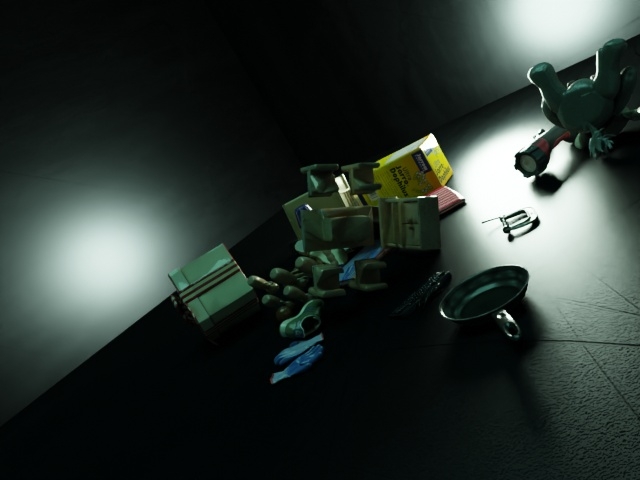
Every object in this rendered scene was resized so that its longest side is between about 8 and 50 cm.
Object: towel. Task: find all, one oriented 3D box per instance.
[{"bbox_3d":[0.407,-0.127,2.098,0.199,0.031,0.275,-28,14,5],"label":"towel"}]

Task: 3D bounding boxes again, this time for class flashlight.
[{"bbox_3d":[0.748,-0.308,1.852,0.304,0.103,0.103,-33,-23,-28],"label":"flashlight"}]

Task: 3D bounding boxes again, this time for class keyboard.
[{"bbox_3d":[0.251,0.124,1.427,0.192,0.038,0.100,-38,14,-28],"label":"keyboard"}]

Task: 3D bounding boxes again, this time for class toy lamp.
[{"bbox_3d":[0.000,0.000,1.978,0.080,0.274,0.080,-29,12,7],"label":"toy lamp"}]

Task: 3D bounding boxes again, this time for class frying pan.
[{"bbox_3d":[0.362,0.120,1.132,0.197,0.053,0.326,-34,14,-13],"label":"frying pan"}]

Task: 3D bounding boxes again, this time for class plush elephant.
[{"bbox_3d":[0.824,-0.403,1.706,0.272,0.329,0.256,-19,-6,41],"label":"plush elephant"}]

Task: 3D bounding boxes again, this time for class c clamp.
[{"bbox_3d":[0.514,-0.051,1.545,0.137,0.022,0.160,-23,12,12],"label":"c clamp"}]

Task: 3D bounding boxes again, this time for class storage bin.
[{"bbox_3d":[0.021,-0.096,2.380,0.262,0.260,0.123,-25,1,26],"label":"storage bin"}]

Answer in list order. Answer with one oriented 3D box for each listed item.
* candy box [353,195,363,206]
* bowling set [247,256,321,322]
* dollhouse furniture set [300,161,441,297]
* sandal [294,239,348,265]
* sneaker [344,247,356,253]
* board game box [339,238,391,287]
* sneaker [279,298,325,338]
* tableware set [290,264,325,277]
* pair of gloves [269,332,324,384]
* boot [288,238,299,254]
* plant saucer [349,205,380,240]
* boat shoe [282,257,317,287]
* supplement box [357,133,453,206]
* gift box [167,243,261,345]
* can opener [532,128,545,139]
[{"bbox_3d":[0.103,-0.141,2.641,0.317,0.087,0.183,-24,7,-27],"label":"candy box"},{"bbox_3d":[-0.101,0.188,1.880,0.287,0.154,0.199,-19,60,35],"label":"bowling set"},{"bbox_3d":[0.119,-0.043,1.719,0.395,0.361,0.256,-6,3,-22],"label":"dollhouse furniture set"},{"bbox_3d":[0.016,0.059,2.170,0.240,0.079,0.088,16,63,33],"label":"sandal"},{"bbox_3d":[0.108,0.031,2.178,0.083,0.031,0.037,-34,12,-11],"label":"sneaker"},{"bbox_3d":[0.147,0.070,1.934,0.145,0.027,0.281,-20,16,49],"label":"board game box"},{"bbox_3d":[-0.026,0.228,1.644,0.086,0.064,0.192,1,21,38],"label":"sneaker"},{"bbox_3d":[-0.041,0.105,2.042,0.128,0.039,0.194,-23,-11,35],"label":"tableware set"},{"bbox_3d":[-0.059,0.301,1.502,0.159,0.023,0.198,-29,12,7],"label":"pair of gloves"},{"bbox_3d":[-0.022,-0.016,2.601,0.247,0.083,0.161,-16,13,47],"label":"boot"},{"bbox_3d":[0.146,-0.049,2.023,0.311,0.050,0.310,-1,-17,0],"label":"plant saucer"},{"bbox_3d":[-0.080,0.124,2.185,0.060,0.064,0.178,-15,22,48],"label":"boat shoe"},{"bbox_3d":[0.342,-0.266,2.429,0.357,0.195,0.194,-24,14,34],"label":"supplement box"},{"bbox_3d":[-0.378,0.208,2.042,0.258,0.276,0.255,-31,-28,-13],"label":"gift box"},{"bbox_3d":[0.773,-0.345,2.011,0.073,0.059,0.186,-21,15,40],"label":"can opener"}]
